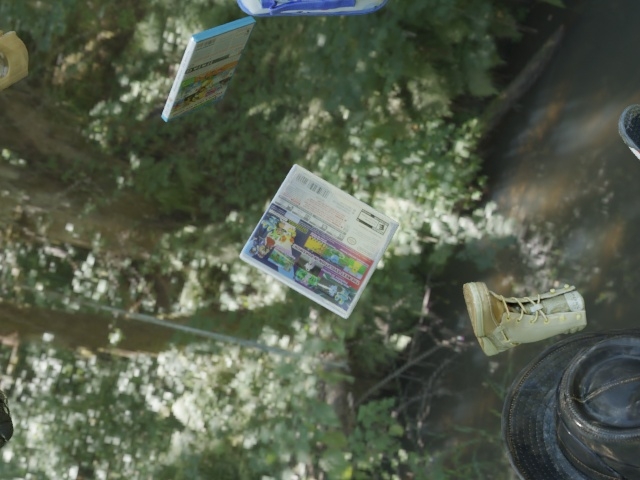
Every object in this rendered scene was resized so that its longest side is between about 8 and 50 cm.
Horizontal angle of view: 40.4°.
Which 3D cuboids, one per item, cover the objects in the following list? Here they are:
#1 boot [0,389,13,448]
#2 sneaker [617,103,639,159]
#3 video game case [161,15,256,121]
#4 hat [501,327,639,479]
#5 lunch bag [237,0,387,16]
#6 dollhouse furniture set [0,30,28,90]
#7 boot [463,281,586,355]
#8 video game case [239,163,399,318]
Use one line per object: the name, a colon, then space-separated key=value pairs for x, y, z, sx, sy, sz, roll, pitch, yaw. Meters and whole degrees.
boot: x=-0.460 y=0.112 z=0.820 sx=0.223 sy=0.338 sz=0.118 roll=-106 pitch=19 yaw=-50
sneaker: x=0.574 y=-0.118 z=1.396 sx=0.090 sy=0.270 sz=0.145 roll=-63 pitch=1 yaw=-8
video game case: x=-0.166 y=-0.252 z=1.282 sx=0.119 sy=0.015 sz=0.166 roll=-32 pitch=-16 yaw=-40
hat: x=0.375 y=0.186 z=1.000 sx=0.331 sy=0.331 sz=0.134 roll=-93 pitch=-8 yaw=-47
lunch bag: x=-0.023 y=-0.518 z=1.577 sx=0.115 sy=0.303 sz=0.243 roll=80 pitch=-172 yaw=-75
dollhouse furniture set: x=-0.480 y=-0.263 z=1.072 sx=0.101 sy=0.182 sz=0.161 roll=-57 pitch=-36 yaw=-54
boot: x=0.376 y=0.126 z=1.587 sx=0.262 sy=0.203 sz=0.095 roll=55 pitch=-157 yaw=-56
video game case: x=0.000 y=0.000 z=1.412 sx=0.183 sy=0.201 sz=0.023 roll=-60 pitch=1 yaw=-16
